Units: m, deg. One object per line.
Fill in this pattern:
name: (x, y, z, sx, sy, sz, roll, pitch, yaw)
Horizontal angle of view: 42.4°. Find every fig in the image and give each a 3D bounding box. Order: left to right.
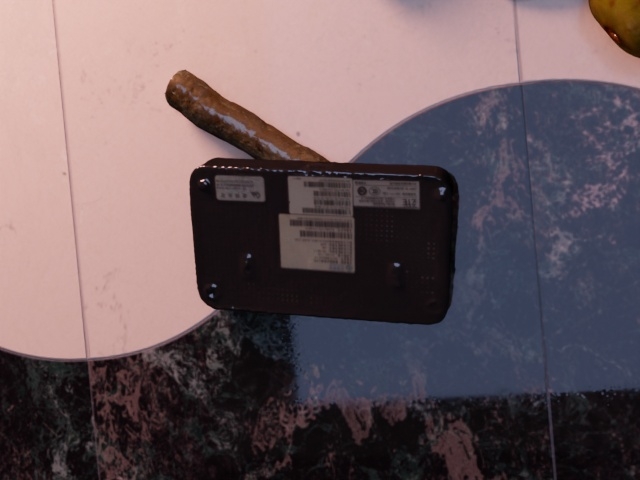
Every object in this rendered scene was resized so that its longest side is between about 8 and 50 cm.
fig: (0.423, -0.303, 0.982, 0.186, 0.148, 0.142, -34, 54, 25)

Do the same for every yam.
yam: (-0.096, -0.148, 1.147, 0.274, 0.061, 0.061, 32, 98, 7)

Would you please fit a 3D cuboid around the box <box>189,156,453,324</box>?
box: (0.000, 0.000, 1.105, 0.350, 0.058, 0.211, 2, 109, 12)
